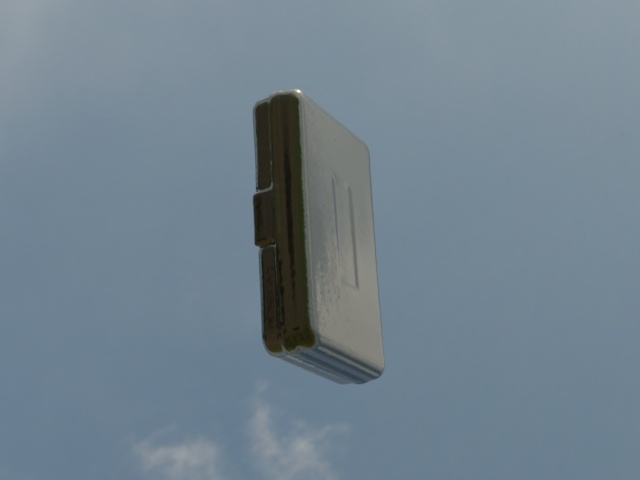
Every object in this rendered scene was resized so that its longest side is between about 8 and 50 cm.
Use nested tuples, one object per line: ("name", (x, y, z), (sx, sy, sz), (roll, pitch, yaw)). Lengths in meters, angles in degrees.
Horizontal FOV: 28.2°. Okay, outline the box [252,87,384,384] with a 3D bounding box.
("box", (0.000, 0.000, 1.086), (0.050, 0.160, 0.230), (-12, -111, 24))
